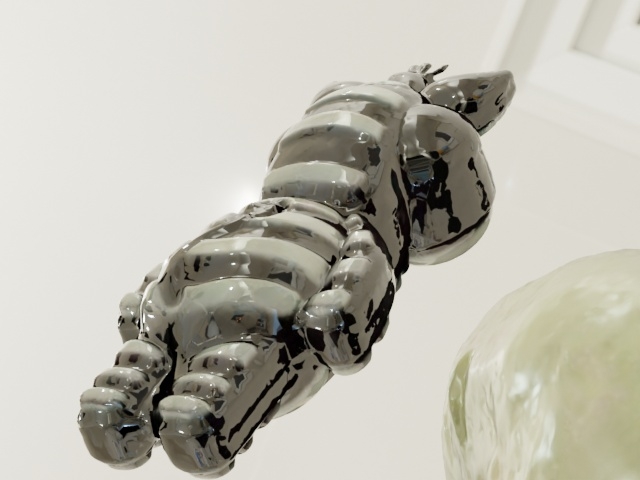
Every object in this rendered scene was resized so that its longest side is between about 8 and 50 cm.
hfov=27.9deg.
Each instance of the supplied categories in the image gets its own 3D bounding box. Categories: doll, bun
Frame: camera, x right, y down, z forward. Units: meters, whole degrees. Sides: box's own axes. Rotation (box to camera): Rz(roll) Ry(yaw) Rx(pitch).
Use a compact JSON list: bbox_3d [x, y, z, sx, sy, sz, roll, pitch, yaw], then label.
[{"bbox_3d":[0.000,0.000,0.431,0.219,0.091,0.067,-52,-51,-45],"label":"doll"},{"bbox_3d":[0.181,0.165,0.621,0.213,0.361,0.361,-39,-13,0],"label":"bun"}]
